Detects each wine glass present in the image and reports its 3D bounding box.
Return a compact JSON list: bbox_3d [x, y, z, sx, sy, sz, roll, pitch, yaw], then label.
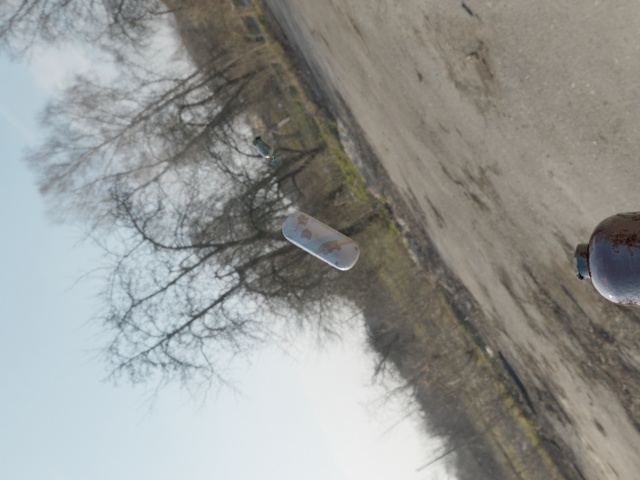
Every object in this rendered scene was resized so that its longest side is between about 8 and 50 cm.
[{"bbox_3d":[-0.139,-0.238,1.308,0.083,0.042,0.039,42,-134,-34],"label":"wine glass"}]

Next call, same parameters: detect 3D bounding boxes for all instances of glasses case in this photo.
[{"bbox_3d":[0.000,0.000,0.499,0.083,0.032,0.021,31,175,16],"label":"glasses case"}]

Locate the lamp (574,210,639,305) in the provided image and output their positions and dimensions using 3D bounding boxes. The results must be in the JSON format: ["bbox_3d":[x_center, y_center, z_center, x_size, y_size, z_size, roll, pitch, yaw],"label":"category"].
[{"bbox_3d":[0.595,0.029,0.883,0.180,0.258,0.180,9,-100,-55],"label":"lamp"}]
